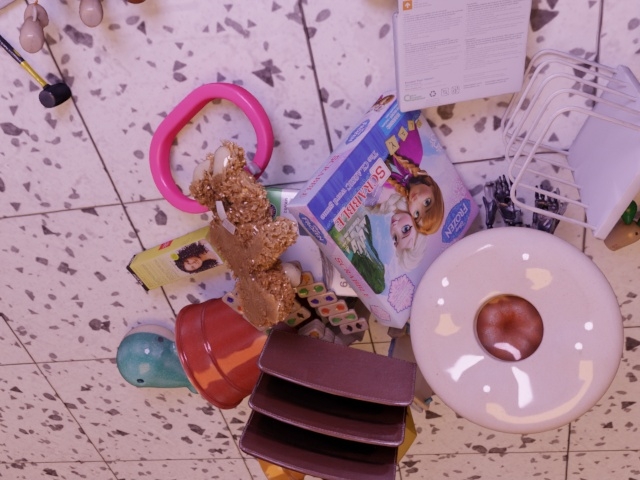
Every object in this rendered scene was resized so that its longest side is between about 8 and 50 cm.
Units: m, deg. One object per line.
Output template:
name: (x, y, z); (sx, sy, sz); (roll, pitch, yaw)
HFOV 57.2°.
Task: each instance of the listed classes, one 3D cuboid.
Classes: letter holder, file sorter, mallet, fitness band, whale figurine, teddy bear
letter holder: (0.015, 0.322, 1.123); (0.302, 0.214, 0.152); (13, 120, 6)
file sorter: (0.417, -0.178, 0.979); (0.173, 0.278, 0.193); (18, 127, -1)
mallet: (-0.570, -0.332, 1.124); (0.039, 0.062, 0.189); (-33, 116, 27)
fitness band: (-0.221, -0.176, 1.151); (0.291, 0.054, 0.209); (-35, 89, 29)
whale figurine: (-0.415, 0.345, 1.567); (0.272, 0.141, 0.216); (37, 123, -20)
teddy bear: (-0.124, -0.017, 1.049); (0.338, 0.113, 0.245); (57, 139, 11)

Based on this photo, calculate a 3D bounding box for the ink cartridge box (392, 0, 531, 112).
ink cartridge box: (0.231, -0.336, 0.967); (0.223, 0.045, 0.224); (-10, 130, -2)

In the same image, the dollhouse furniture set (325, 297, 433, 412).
dollhouse furniture set: (0.125, 0.335, 1.397); (0.303, 0.286, 0.198); (38, 124, -7)

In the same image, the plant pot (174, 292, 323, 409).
plant pot: (-0.150, 0.218, 1.378); (0.265, 0.272, 0.272); (-28, 119, 16)

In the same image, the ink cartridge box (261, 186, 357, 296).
ink cartridge box: (0.000, 0.000, 1.211); (0.289, 0.121, 0.211); (3, 94, 5)

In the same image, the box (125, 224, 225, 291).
box: (-0.337, 0.044, 1.381); (0.232, 0.058, 0.087); (-20, 122, 22)

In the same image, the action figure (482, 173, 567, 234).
action figure: (0.397, -0.049, 1.151); (0.164, 0.141, 0.276); (9, 169, 15)

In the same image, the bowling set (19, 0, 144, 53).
bowling set: (-0.397, -0.446, 0.988); (0.200, 0.154, 0.287); (7, 130, -28)

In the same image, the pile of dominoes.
pile of dominoes: (-0.049, 0.156, 1.178); (0.196, 0.040, 0.251); (-35, 115, 28)

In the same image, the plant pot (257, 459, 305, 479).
plant pot: (-0.062, 0.580, 1.679); (0.188, 0.205, 0.205); (-30, 119, 8)

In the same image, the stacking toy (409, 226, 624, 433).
stacking toy: (0.408, 0.173, 1.174); (0.350, 0.351, 0.480); (-22, 164, 22)

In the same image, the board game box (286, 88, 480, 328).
board game box: (0.135, -0.059, 1.094); (0.066, 0.319, 0.318); (4, 140, 53)

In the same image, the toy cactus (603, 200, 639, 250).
toy cactus: (0.656, -0.032, 1.174); (0.219, 0.112, 0.180); (20, 137, -18)

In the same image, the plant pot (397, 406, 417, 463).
plant pot: (0.133, 0.486, 1.574); (0.187, 0.212, 0.212); (-41, 113, 17)

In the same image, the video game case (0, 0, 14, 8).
video game case: (-0.623, -0.508, 1.023); (0.193, 0.023, 0.212); (-18, 122, 20)
